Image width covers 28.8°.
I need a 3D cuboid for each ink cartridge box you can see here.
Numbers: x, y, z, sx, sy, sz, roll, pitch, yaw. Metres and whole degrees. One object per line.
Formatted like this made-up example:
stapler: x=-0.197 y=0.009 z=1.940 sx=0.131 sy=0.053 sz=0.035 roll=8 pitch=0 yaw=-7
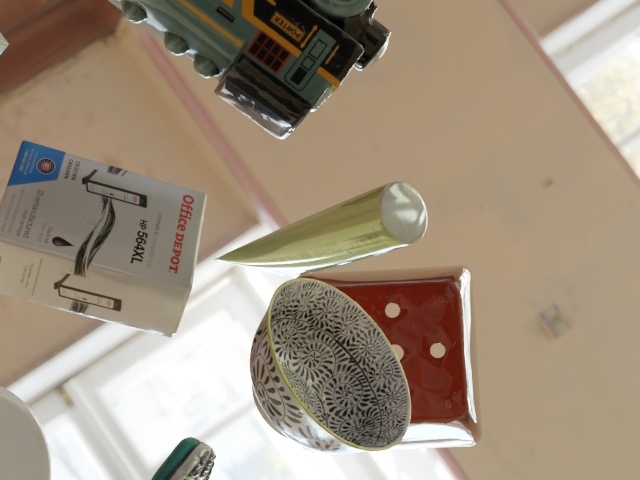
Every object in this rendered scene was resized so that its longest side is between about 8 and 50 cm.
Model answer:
ink cartridge box: x=-0.227 y=-0.002 z=1.278 sx=0.148 sy=0.203 sz=0.086 roll=-87 pitch=-164 yaw=-45

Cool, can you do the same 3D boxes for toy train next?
toy train: x=-0.091 y=-0.255 z=1.253 sx=0.190 sy=0.334 sz=0.142 roll=-57 pitch=-170 yaw=-19

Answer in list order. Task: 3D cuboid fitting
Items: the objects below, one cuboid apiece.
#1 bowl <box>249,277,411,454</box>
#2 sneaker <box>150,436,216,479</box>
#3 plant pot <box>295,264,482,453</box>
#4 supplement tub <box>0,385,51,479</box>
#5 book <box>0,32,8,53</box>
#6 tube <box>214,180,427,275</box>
bowl: x=-0.007 y=0.125 z=1.090 sx=0.080 sy=0.170 sz=0.170 roll=-39 pitch=173 yaw=30
sneaker: x=-0.216 y=0.275 z=1.170 sx=0.275 sy=0.110 sz=0.107 roll=-40 pitch=161 yaw=-9
plant pot: x=0.099 y=0.161 z=1.732 sx=0.267 sy=0.267 sz=0.236 roll=-3 pitch=173 yaw=-1
supplement tub: x=-0.524 y=0.308 z=1.615 sx=0.316 sy=0.228 sz=0.228 roll=-14 pitch=-171 yaw=41
book: x=-0.486 y=-0.306 z=1.639 sx=0.035 sy=0.144 sz=0.096 roll=-42 pitch=167 yaw=16
tube: x=0.000 y=0.000 z=1.223 sx=0.240 sy=0.070 sz=0.062 roll=-21 pitch=-158 yaw=48
